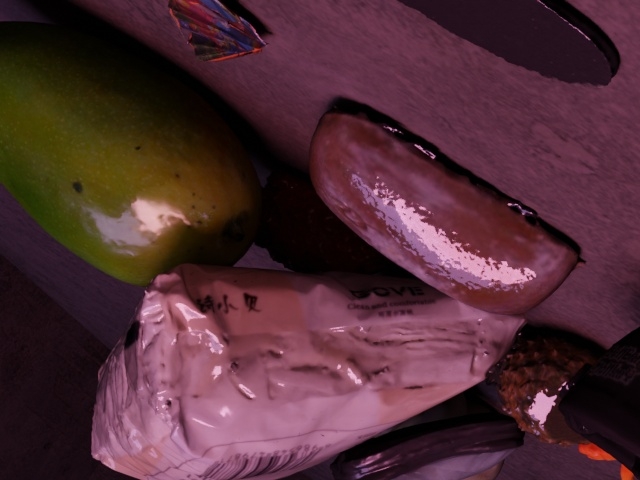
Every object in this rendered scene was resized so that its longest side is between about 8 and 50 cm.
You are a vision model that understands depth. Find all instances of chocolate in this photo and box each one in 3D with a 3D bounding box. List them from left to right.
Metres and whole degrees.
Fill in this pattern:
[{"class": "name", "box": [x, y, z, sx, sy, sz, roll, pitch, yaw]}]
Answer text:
[{"class": "chocolate", "box": [0.090, -0.011, 1.298, 0.261, 0.083, 0.161, 32, 168, 6]}]

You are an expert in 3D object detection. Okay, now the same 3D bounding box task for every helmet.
[{"class": "helmet", "box": [0.310, 0.140, 1.140, 0.230, 0.160, 0.279, 37, -179, -10]}]

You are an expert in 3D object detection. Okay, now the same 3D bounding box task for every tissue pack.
[{"class": "tissue pack", "box": [-0.029, 0.139, 1.494, 0.376, 0.195, 0.390, -2, 163, -22]}]

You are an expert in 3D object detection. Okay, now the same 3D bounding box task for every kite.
[{"class": "kite", "box": [-0.113, -0.207, 1.256, 0.183, 0.014, 0.241, 30, 166, 30]}]

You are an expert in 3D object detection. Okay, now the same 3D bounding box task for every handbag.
[{"class": "handbag", "box": [0.110, 0.233, 1.643, 0.332, 0.192, 0.075, 103, 151, -80]}]

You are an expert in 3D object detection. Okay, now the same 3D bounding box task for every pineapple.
[{"class": "pineapple", "box": [0.211, 0.135, 1.496, 0.108, 0.108, 0.198, 41, 175, -25]}]

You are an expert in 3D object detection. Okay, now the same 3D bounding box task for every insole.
[{"class": "insole", "box": [0.054, -0.176, 0.974, 0.309, 0.012, 0.110, 28, 166, 25]}]

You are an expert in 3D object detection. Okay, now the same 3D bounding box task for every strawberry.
[{"class": "strawberry", "box": [-0.003, -0.001, 1.547, 0.192, 0.085, 0.140, 32, 164, 1]}]

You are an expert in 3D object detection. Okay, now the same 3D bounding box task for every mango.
[{"class": "mango", "box": [-0.225, -0.093, 1.505, 0.382, 0.201, 0.225, 31, 176, 13]}]

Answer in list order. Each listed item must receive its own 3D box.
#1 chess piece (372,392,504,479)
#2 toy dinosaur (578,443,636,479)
[{"class": "chess piece", "box": [0.103, 0.208, 1.873, 0.330, 0.182, 0.182, 36, 168, -32]}, {"class": "toy dinosaur", "box": [0.338, 0.205, 1.492, 0.117, 0.070, 0.288, 40, 160, -20]}]
